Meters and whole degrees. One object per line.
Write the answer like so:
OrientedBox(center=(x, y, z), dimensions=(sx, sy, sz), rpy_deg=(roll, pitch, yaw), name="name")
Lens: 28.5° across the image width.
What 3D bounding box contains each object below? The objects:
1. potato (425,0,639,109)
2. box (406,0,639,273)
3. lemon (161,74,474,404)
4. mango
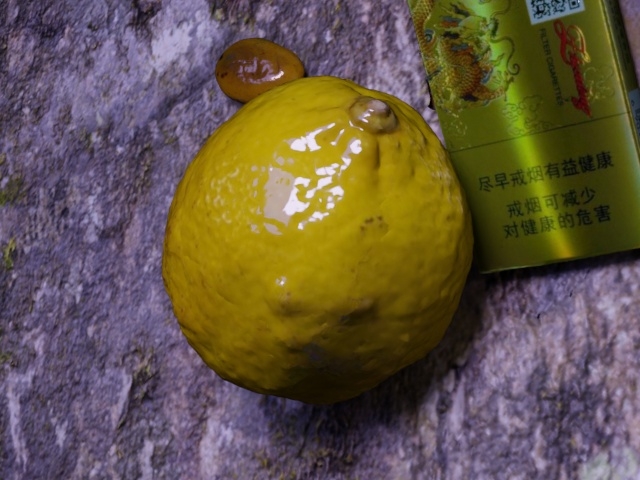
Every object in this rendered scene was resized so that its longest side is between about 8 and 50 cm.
OrientedBox(center=(0.217, -0.183, 1.109), dimensions=(0.243, 0.098, 0.138), rpy_deg=(3, 107, 30), name="potato")
OrientedBox(center=(0.177, -0.135, 1.064), dimensions=(0.173, 0.043, 0.311), rpy_deg=(-12, 98, 33), name="box")
OrientedBox(center=(0.000, 0.000, 1.087), dimensions=(0.322, 0.268, 0.268), rpy_deg=(-45, 40, 48), name="lemon")
OrientedBox(center=(-0.067, -0.187, 1.402), dimensions=(0.114, 0.057, 0.079), rpy_deg=(9, 68, 32), name="mango")
